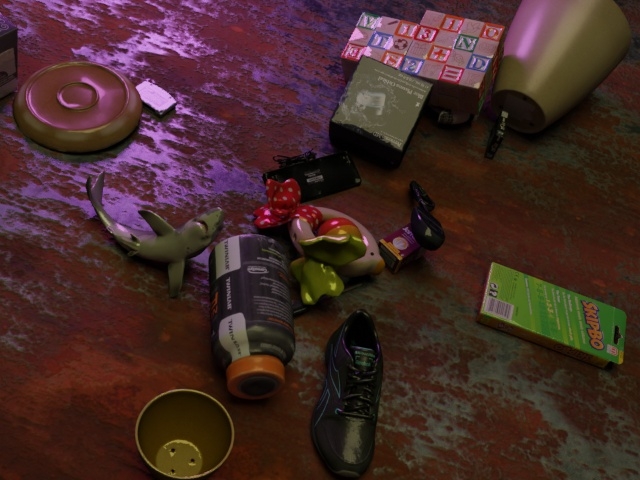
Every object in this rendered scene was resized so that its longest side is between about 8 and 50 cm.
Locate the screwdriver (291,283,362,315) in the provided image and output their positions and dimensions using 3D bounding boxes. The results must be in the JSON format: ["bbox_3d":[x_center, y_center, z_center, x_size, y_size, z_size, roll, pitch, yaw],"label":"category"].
[{"bbox_3d":[0.005,0.102,1.524,0.170,0.024,0.025,-12,85,-32],"label":"screwdriver"}]

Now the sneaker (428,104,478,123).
[{"bbox_3d":[0.257,-0.343,1.918,0.095,0.090,0.235,-13,54,-12],"label":"sneaker"}]

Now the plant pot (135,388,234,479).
[{"bbox_3d":[-0.194,0.290,1.258,0.134,0.095,0.134,8,49,-9],"label":"plant pot"}]

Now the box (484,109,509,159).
[{"bbox_3d":[0.364,-0.218,1.851,0.018,0.067,0.083,21,50,0],"label":"box"}]

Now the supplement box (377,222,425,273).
[{"bbox_3d":[0.147,0.014,1.615,0.083,0.043,0.055,-30,63,-34],"label":"supplement box"}]

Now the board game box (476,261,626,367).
[{"bbox_3d":[0.412,0.134,1.594,0.259,0.039,0.124,19,49,4],"label":"board game box"}]

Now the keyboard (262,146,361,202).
[{"bbox_3d":[-0.022,-0.123,1.698,0.192,0.038,0.100,-17,81,-28],"label":"keyboard"}]

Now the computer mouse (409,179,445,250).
[{"bbox_3d":[0.182,-0.046,1.637,0.071,0.041,0.242,38,20,-15],"label":"computer mouse"}]

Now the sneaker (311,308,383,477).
[{"bbox_3d":[0.045,0.226,1.372,0.101,0.106,0.267,9,51,-10],"label":"sneaker"}]

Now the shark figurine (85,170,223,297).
[{"bbox_3d":[-0.276,-0.015,1.509,0.278,0.166,0.116,17,21,21],"label":"shark figurine"}]

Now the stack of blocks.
[{"bbox_3d":[0.212,-0.382,1.857,0.297,0.087,0.171,17,64,18],"label":"stack of blocks"}]

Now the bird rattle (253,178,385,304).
[{"bbox_3d":[0.000,0.000,1.562,0.207,0.143,0.253,8,27,-34],"label":"bird rattle"}]

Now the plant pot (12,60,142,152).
[{"bbox_3d":[-0.451,-0.260,1.674,0.236,0.032,0.236,6,52,-7],"label":"plant pot"}]

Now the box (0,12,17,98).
[{"bbox_3d":[-0.669,-0.301,1.572,0.142,0.163,0.247,39,52,13],"label":"box"}]

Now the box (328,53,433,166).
[{"bbox_3d":[0.117,-0.253,1.758,0.156,0.093,0.158,24,78,5],"label":"box"}]

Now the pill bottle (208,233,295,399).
[{"bbox_3d":[-0.107,0.121,1.399,0.130,0.130,0.245,3,50,-13],"label":"pill bottle"}]

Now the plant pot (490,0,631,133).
[{"bbox_3d":[0.481,-0.369,1.916,0.256,0.256,0.274,32,67,11],"label":"plant pot"}]

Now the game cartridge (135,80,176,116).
[{"bbox_3d":[-0.323,-0.275,1.744,0.083,0.017,0.056,35,54,14],"label":"game cartridge"}]
